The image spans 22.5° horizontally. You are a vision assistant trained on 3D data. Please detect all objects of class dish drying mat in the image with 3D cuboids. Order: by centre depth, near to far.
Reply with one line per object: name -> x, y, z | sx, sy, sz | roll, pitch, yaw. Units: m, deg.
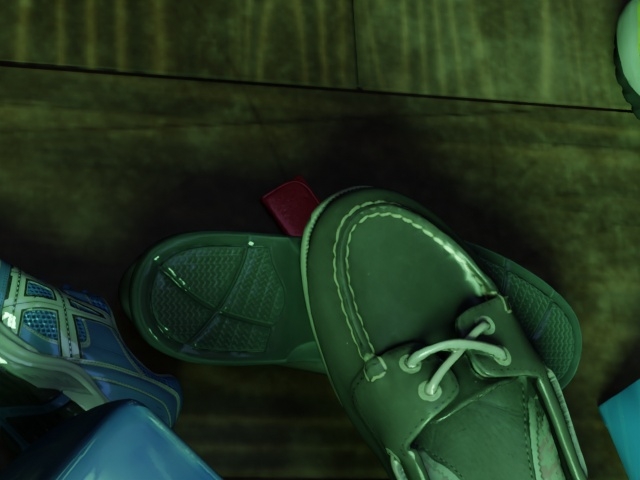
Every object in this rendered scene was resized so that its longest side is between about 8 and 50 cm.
dish drying mat -> 0.000, 0.000, 0.965 | 0.032, 0.008, 0.083 | -32, 80, -24

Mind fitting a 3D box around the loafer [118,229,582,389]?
loafer -> 0.016, 0.038, 0.914 | 0.267, 0.084, 0.096 | 10, 88, -20

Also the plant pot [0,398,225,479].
plant pot -> -0.098, 0.230, 0.701 | 0.236, 0.236, 0.212 | 46, 65, -6

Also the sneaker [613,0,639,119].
sneaker -> 0.342, -0.070, 0.961 | 0.145, 0.147, 0.384 | -30, 52, -32

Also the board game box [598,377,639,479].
board game box -> 0.365, 0.184, 0.950 | 0.308, 0.086, 0.302 | -15, 73, -21

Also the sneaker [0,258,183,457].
sneaker -> -0.166, 0.052, 0.869 | 0.211, 0.080, 0.081 | 43, 42, 3

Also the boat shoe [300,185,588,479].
boat shoe -> 0.095, 0.122, 0.840 | 0.112, 0.095, 0.335 | -25, 96, -20
